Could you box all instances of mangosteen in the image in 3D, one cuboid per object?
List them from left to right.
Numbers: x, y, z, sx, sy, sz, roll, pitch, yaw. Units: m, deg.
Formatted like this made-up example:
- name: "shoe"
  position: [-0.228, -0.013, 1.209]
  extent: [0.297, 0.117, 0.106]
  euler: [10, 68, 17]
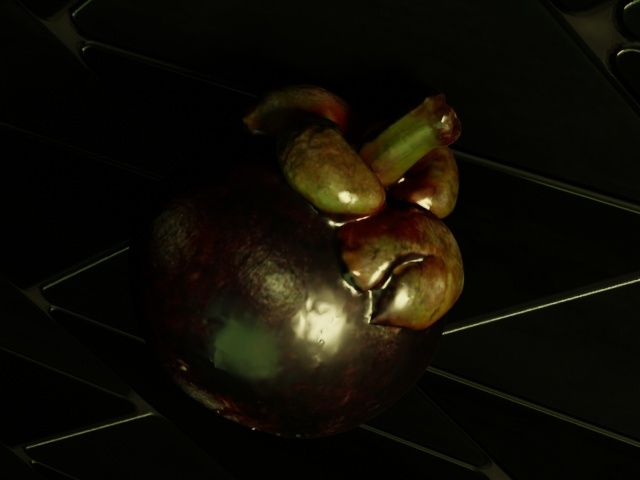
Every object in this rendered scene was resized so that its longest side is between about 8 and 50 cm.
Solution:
- name: "mangosteen"
  position: [0.000, 0.000, 0.810]
  extent: [0.211, 0.211, 0.250]
  euler: [35, 119, -5]
